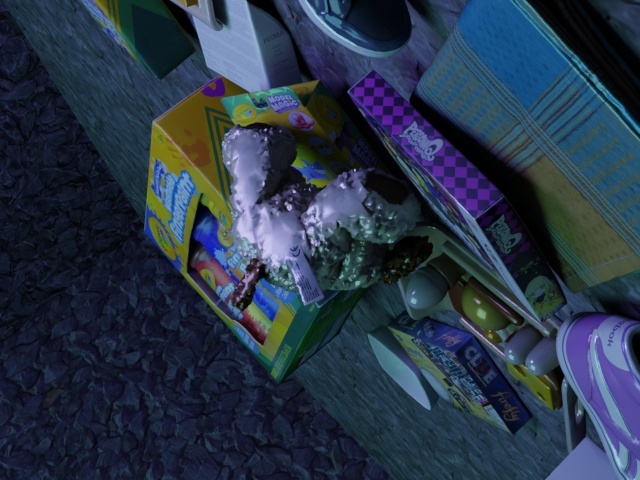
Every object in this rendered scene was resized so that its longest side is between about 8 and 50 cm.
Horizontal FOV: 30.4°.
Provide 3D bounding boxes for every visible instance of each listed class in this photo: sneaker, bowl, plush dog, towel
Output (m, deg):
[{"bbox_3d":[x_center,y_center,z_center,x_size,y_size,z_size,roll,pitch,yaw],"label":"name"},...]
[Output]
[{"bbox_3d":[0.015,-0.260,1.008,0.226,0.086,0.163,53,170,-8],"label":"sneaker"},{"bbox_3d":[0.153,0.211,2.026,0.142,0.053,0.142,42,166,37],"label":"bowl"},{"bbox_3d":[0.000,0.000,1.396,0.262,0.210,0.225,25,-177,30],"label":"plush dog"},{"bbox_3d":[0.352,0.194,1.158,0.282,0.102,0.161,51,164,-11],"label":"sneaker"},{"bbox_3d":[0.201,-0.080,1.013,0.271,0.040,0.370,50,170,3],"label":"towel"}]

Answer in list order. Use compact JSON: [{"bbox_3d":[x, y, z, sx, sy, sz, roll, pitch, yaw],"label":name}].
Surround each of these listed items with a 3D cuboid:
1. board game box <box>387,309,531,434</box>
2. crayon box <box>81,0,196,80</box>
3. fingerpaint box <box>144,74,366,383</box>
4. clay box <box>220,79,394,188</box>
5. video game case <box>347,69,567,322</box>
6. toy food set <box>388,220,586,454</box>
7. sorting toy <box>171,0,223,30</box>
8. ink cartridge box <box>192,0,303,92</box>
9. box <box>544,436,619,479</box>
[{"bbox_3d":[0.208,0.198,1.809,0.165,0.042,0.243,53,168,-17],"label":"board game box"},{"bbox_3d":[-0.334,-0.405,1.742,0.203,0.083,0.323,43,171,44],"label":"crayon box"},{"bbox_3d":[-0.106,-0.003,1.891,0.371,0.163,0.445,48,159,9],"label":"fingerpaint box"},{"bbox_3d":[-0.011,-0.118,1.451,0.127,0.053,0.222,-3,137,42],"label":"clay box"},{"bbox_3d":[0.139,-0.044,1.187,0.232,0.042,0.210,51,-179,41],"label":"video game case"},{"bbox_3d":[0.209,0.127,1.476,0.306,0.092,0.219,43,166,33],"label":"toy food set"},{"bbox_3d":[-0.198,-0.373,1.451,0.193,0.038,0.208,39,151,44],"label":"sorting toy"},{"bbox_3d":[-0.109,-0.297,1.473,0.181,0.056,0.224,37,148,48],"label":"ink cartridge box"},{"bbox_3d":[0.377,0.411,1.405,0.215,0.168,0.345,42,177,38],"label":"box"}]
